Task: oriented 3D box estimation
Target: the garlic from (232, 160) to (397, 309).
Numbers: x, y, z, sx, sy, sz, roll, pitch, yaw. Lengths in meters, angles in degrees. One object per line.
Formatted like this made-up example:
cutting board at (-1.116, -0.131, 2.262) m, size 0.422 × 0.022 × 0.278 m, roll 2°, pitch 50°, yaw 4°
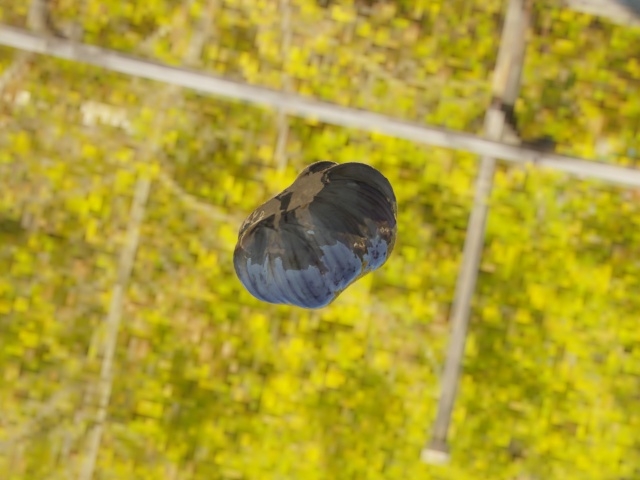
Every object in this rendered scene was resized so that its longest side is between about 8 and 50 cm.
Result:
garlic at (0.000, 0.000, 1.497) m, size 0.147 × 0.159 × 0.102 m, roll -17°, pitch 115°, yaw 36°
